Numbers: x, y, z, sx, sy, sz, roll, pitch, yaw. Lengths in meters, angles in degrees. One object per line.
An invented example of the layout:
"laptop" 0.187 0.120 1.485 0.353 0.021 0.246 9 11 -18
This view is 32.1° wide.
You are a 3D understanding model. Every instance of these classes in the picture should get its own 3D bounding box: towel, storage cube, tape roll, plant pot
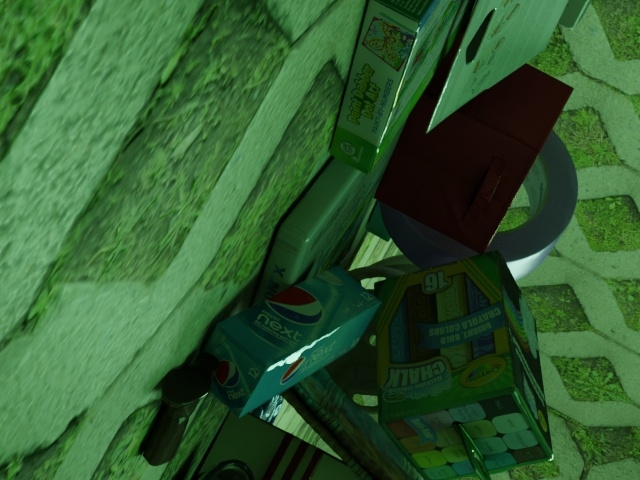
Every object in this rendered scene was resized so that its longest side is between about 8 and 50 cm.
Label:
"towel" 0.043 0.242 1.427 0.040 0.271 0.370 -44 179 0
"storage cube" 0.187 -0.134 1.449 0.215 0.193 0.183 -54 169 -49
"tape roll" 0.226 -0.074 1.608 0.275 0.275 0.090 -58 171 -26
"plant pot" 0.116 0.165 1.771 0.333 0.334 0.305 -62 161 1

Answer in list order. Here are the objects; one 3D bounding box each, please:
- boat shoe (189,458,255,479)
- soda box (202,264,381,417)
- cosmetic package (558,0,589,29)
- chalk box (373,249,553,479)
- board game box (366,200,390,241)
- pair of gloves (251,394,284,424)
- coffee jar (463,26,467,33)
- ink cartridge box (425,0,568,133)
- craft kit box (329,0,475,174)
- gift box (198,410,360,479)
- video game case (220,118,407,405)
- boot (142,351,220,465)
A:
"boat shoe" -0.148 0.362 1.237 0.091 0.114 0.302 -43 -161 31
"soda box" -0.029 0.095 1.104 0.210 0.067 0.071 -25 149 -54
"cosmetic package" 0.369 -0.442 1.699 0.183 0.151 0.151 -66 171 23
"chalk box" 0.183 0.191 1.424 0.180 0.179 0.289 56 26 -42
"board game box" 0.152 -0.121 1.819 0.160 0.047 0.210 -55 170 -44
"pair of gloves" -0.093 0.282 1.754 0.159 0.023 0.198 -60 172 6
"coffee jar" 0.253 -0.298 1.725 0.184 0.079 0.096 -55 170 -43
"ink cartridge box" 0.207 -0.273 1.229 0.239 0.060 0.275 -35 159 -30
"craft kit box" 0.104 -0.225 1.090 0.250 0.061 0.246 -57 169 -29
"gift box" -0.060 0.400 1.522 0.258 0.255 0.276 -62 167 -11
"video game case" 0.000 0.000 1.289 0.329 0.036 0.300 -55 170 -46
"boot" -0.135 0.164 0.992 0.114 0.037 0.106 -59 172 18
